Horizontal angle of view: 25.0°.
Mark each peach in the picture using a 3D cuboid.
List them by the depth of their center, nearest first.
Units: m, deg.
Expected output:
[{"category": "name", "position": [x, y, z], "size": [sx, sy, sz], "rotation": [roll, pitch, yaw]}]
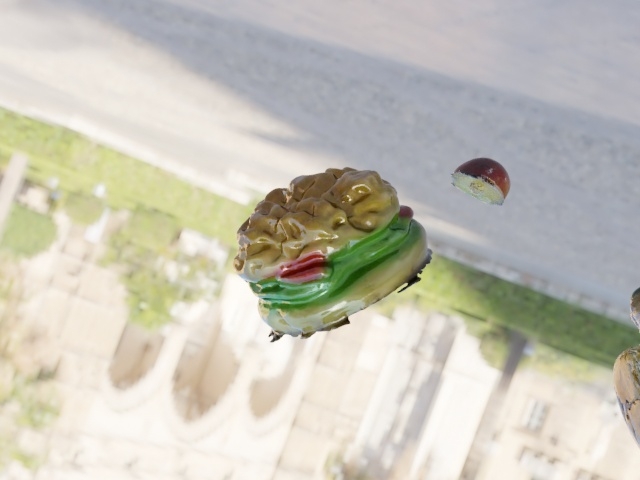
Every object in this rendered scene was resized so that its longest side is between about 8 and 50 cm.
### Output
[{"category": "peach", "position": [0.254, -0.100, 2.250], "size": [0.098, 0.061, 0.098], "rotation": [27, 160, 10]}]

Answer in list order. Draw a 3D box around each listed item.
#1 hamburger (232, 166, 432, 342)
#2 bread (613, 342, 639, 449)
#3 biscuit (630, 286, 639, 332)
[{"category": "hamburger", "position": [0.000, 0.000, 1.644], "size": [0.149, 0.237, 0.237], "rotation": [61, 167, -13]}, {"category": "bread", "position": [0.279, 0.141, 1.204], "size": [0.053, 0.106, 0.072], "rotation": [-16, 164, 2]}, {"category": "biscuit", "position": [0.316, 0.023, 1.146], "size": [0.170, 0.170, 0.050], "rotation": [22, -152, -39]}]
